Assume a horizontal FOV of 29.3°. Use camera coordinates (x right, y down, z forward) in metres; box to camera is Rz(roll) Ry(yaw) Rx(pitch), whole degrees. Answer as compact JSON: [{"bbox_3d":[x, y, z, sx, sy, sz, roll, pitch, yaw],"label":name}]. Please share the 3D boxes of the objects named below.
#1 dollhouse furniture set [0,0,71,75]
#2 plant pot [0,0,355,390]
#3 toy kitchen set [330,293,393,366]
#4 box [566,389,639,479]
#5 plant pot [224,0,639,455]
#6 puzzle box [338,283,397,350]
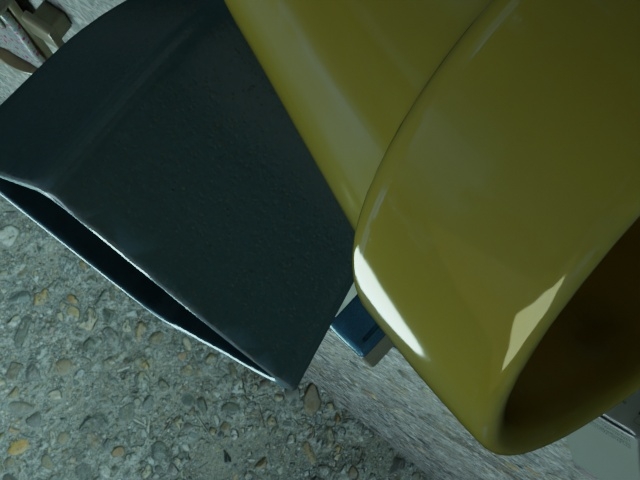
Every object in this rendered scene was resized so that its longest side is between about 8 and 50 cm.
[{"bbox_3d":[-0.468,-0.240,1.625,0.355,0.174,0.303,32,169,19],"label":"dollhouse furniture set"},{"bbox_3d":[-0.085,-0.078,0.947,0.247,0.252,0.248,41,167,-29],"label":"plant pot"},{"bbox_3d":[0.000,0.000,1.237,0.207,0.122,0.166,41,178,30],"label":"toy kitchen set"},{"bbox_3d":[0.291,0.155,1.146,0.094,0.113,0.275,31,167,25],"label":"box"},{"bbox_3d":[0.085,-0.085,0.495,0.239,0.254,0.254,48,174,23],"label":"plant pot"},{"bbox_3d":[0.059,0.048,1.547,0.272,0.052,0.409,27,166,37],"label":"puzzle box"}]
